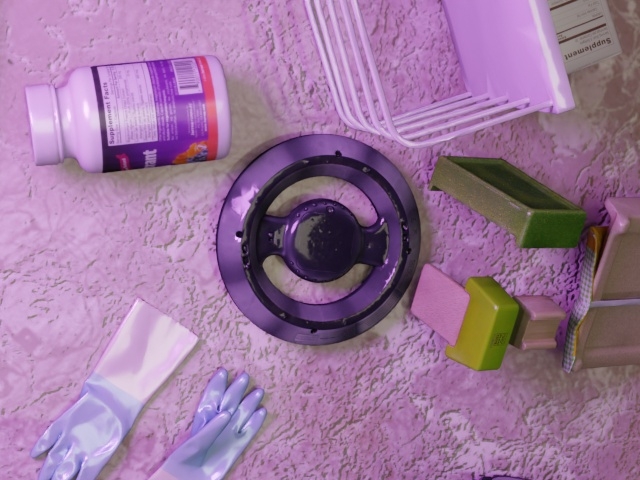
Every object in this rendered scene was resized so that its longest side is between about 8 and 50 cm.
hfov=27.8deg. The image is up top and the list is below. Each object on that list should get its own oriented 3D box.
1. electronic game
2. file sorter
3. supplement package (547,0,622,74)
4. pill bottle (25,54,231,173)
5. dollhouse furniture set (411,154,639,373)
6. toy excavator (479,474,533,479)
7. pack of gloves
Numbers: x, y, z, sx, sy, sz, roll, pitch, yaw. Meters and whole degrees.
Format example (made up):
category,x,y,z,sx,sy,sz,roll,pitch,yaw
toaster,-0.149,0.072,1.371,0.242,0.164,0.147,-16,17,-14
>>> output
category,x,y,z,sx,sy,sz,roll,pitch,yaw
electronic game,0.000,0.000,1.387,0.229,0.048,0.229,-2,98,-17
file sorter,0.100,-0.203,1.273,0.173,0.277,0.193,-18,101,-7
supplement package,0.231,-0.266,1.381,0.105,0.105,0.179,-22,102,-10
pill bottle,-0.193,-0.124,1.294,0.193,0.108,0.108,-7,99,-12
dollhouse furniture set,0.262,0.028,1.448,0.301,0.151,0.197,0,114,-36
toy excavator,0.089,0.369,1.340,0.445,0.433,0.222,7,97,-46
pack of gloves,-0.178,0.210,1.373,0.195,0.046,0.232,36,87,-16
